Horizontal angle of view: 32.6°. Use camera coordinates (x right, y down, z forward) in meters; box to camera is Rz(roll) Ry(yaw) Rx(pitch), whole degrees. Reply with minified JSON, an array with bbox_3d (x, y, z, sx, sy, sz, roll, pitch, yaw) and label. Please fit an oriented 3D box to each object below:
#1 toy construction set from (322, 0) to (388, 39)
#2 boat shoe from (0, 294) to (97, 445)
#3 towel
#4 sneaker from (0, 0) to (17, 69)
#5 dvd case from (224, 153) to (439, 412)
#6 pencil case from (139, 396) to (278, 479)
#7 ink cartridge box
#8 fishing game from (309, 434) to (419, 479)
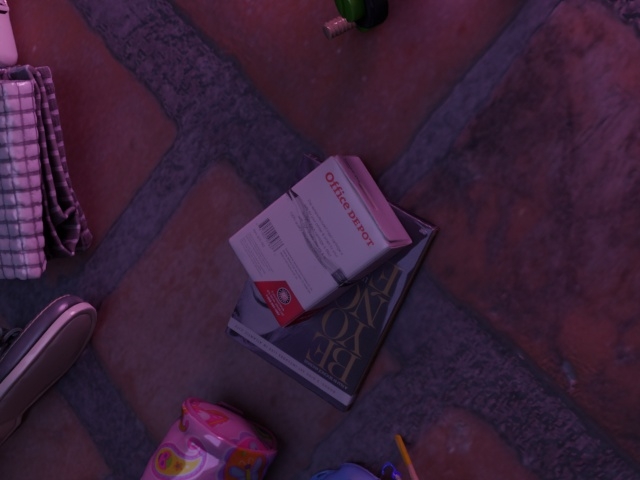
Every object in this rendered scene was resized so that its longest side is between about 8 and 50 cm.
[{"bbox_3d":[0.086,-0.373,0.966,0.237,0.257,0.309,-28,101,-16],"label":"toy construction set"},{"bbox_3d":[-0.382,0.156,1.298,0.099,0.116,0.319,50,120,12],"label":"boat shoe"},{"bbox_3d":[-0.408,-0.078,1.277,0.284,0.121,0.235,-2,99,29],"label":"towel"},{"bbox_3d":[-0.404,-0.313,1.280,0.086,0.085,0.237,-21,89,17],"label":"sneaker"},{"bbox_3d":[0.006,0.044,1.138,0.164,0.018,0.221,31,109,21],"label":"dvd case"},{"bbox_3d":[-0.156,0.310,1.167,0.124,0.124,0.284,30,97,22],"label":"pencil case"},{"bbox_3d":[0.000,0.000,1.090,0.150,0.063,0.109,-37,77,25],"label":"ink cartridge box"},{"bbox_3d":[0.005,0.316,1.105,0.264,0.041,0.189,-43,31,8],"label":"fishing game"}]
